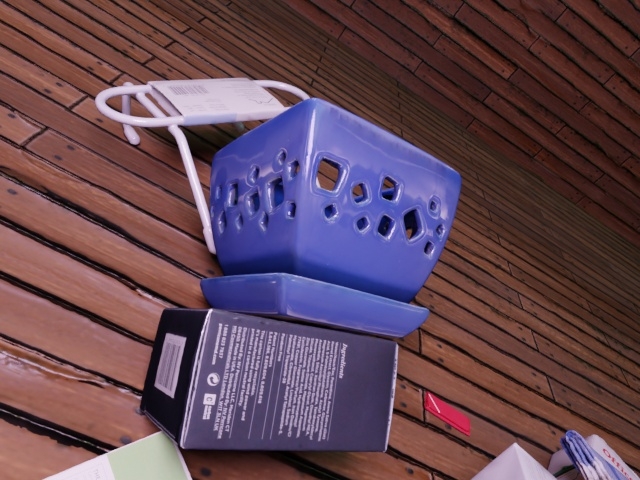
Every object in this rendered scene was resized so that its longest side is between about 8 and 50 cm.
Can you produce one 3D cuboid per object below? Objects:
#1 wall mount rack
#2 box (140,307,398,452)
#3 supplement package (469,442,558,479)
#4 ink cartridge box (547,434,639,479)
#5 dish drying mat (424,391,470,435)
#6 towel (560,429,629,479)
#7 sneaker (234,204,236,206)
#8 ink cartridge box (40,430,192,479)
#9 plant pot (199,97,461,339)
[{"bbox_3d":[-0.138,-0.143,0.698,0.350,0.130,0.304,-19,51,-38],"label":"wall mount rack"},{"bbox_3d":[-0.050,0.136,0.455,0.207,0.153,0.108,16,75,-29],"label":"box"},{"bbox_3d":[0.232,0.363,0.442,0.203,0.149,0.194,42,15,5],"label":"supplement package"},{"bbox_3d":[0.395,0.408,0.633,0.160,0.092,0.219,50,35,16],"label":"ink cartridge box"},{"bbox_3d":[0.194,0.263,0.691,0.083,0.008,0.032,33,33,-8],"label":"dish drying mat"},{"bbox_3d":[0.390,0.356,0.491,0.209,0.034,0.285,41,15,-5],"label":"towel"},{"bbox_3d":[-0.101,-0.035,0.727,0.089,0.051,0.170,46,40,17],"label":"sneaker"},{"bbox_3d":[-0.186,0.253,0.305,0.235,0.056,0.171,-3,52,-49],"label":"ink cartridge box"},{"bbox_3d":[0.000,0.000,0.551,0.236,0.236,0.212,19,73,-34],"label":"plant pot"}]
